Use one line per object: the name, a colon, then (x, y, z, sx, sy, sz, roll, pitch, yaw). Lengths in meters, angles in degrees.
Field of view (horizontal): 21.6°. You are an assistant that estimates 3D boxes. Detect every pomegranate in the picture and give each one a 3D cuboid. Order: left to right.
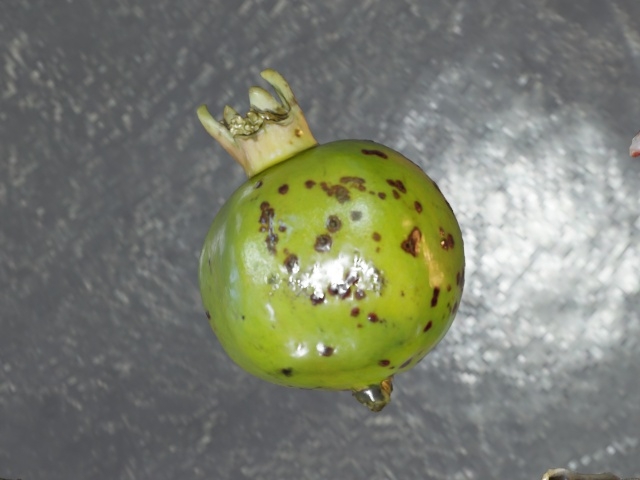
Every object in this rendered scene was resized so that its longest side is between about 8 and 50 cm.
pomegranate: (-0.012, 0.004, 1.224, 0.198, 0.246, 0.198, -48, 162, -21)

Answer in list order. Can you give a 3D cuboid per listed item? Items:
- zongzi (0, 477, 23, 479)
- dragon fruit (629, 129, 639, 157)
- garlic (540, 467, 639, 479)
zongzi: (-0.319, 0.193, 0.955, 0.228, 0.115, 0.256, -47, 148, 20)
dragon fruit: (0.293, -0.019, 0.680, 0.291, 0.250, 0.269, 26, 106, -31)
garlic: (0.078, 0.240, 0.910, 0.281, 0.203, 0.185, -5, 98, -8)
